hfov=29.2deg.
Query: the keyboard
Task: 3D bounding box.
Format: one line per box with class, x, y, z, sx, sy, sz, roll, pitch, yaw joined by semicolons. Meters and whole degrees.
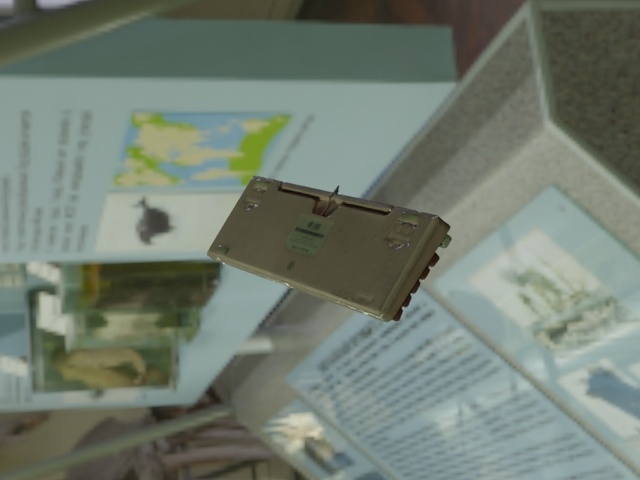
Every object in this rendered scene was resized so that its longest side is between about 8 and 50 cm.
keyboard;0.000;0.000;0.589;0.166;0.017;0.055;16;73;57
